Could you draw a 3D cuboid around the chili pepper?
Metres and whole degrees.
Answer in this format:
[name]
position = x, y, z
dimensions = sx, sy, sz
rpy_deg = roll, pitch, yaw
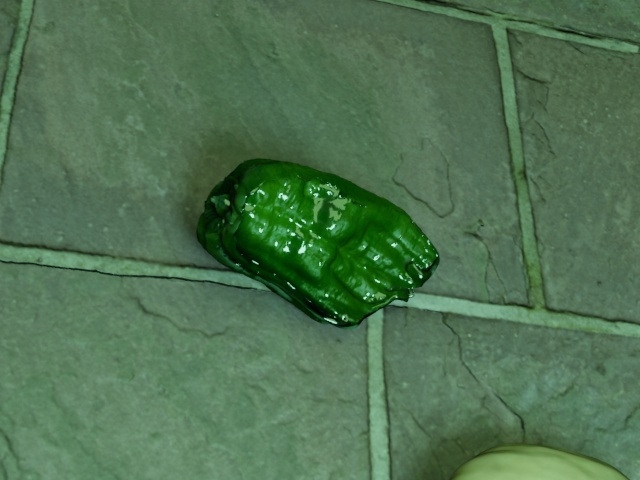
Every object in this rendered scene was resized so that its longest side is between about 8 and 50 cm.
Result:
[chili pepper]
position = -0.006, 0.002, 1.601
dimensions = 0.385, 0.213, 0.167
rpy_deg = 23, 8, -28

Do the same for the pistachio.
[pistachio]
position = 0.287, 0.388, 1.415
dimensions = 0.309, 0.230, 0.229
rpy_deg = 12, 56, -11
